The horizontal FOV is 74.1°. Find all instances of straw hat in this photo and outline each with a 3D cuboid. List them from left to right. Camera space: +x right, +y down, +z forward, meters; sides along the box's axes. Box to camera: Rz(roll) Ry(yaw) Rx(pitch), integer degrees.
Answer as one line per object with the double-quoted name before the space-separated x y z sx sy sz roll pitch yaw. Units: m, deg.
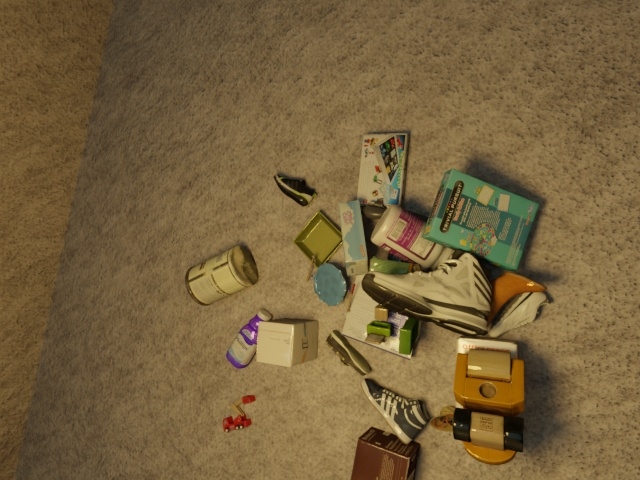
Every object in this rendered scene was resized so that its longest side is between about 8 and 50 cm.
"straw hat" 0.472 0.644 1.556 0.144 0.144 0.061 -12 39 24

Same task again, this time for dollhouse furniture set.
"dollhouse furniture set" 0.252 0.230 1.545 0.197 0.151 0.302 6 106 24

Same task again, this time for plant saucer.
"plant saucer" 0.000 0.000 1.873 0.188 0.045 0.188 46 104 23

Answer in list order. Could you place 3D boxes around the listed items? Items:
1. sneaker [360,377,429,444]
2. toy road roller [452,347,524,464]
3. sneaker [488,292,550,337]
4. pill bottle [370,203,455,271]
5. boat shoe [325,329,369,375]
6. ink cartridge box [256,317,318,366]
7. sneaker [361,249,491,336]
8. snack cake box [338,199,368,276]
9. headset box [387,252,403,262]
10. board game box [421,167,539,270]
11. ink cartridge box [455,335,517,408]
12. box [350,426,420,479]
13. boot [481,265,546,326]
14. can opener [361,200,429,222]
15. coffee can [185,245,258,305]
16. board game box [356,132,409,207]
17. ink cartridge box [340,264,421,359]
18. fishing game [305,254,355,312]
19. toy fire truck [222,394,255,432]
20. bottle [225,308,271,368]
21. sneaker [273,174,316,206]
"sneaker" 0.291 0.615 1.633 0.153 0.099 0.282 -46 64 9
"toy road roller" 0.543 0.538 1.363 0.202 0.241 0.330 0 49 25
"sneaker" 0.692 0.266 1.488 0.095 0.090 0.235 41 106 8
"pill bottle" 0.355 0.005 1.588 0.301 0.169 0.169 31 99 -2
"boat shoe" 0.110 0.474 1.750 0.228 0.081 0.069 46 107 30
"ink cartridge box" -0.135 0.422 1.786 0.171 0.232 0.168 0 84 26
"sneaker" 0.369 0.135 1.435 0.447 0.169 0.258 21 69 -5
"snack cake box" 0.132 -0.007 1.705 0.089 0.152 0.265 -8 62 4
"headset box" 0.305 0.078 1.723 0.062 0.032 0.083 13 88 27
"board game box" 0.560 -0.070 1.488 0.335 0.079 0.254 21 86 -4
"ink cartridge box" 0.586 0.483 1.493 0.198 0.114 0.273 0 85 26
"box" 0.245 0.833 1.589 0.203 0.168 0.167 9 88 26
"boot" 0.615 0.212 1.472 0.295 0.104 0.211 15 82 59
"can opener" 0.301 -0.082 1.692 0.283 0.095 0.076 20 135 22
"coffee can" -0.463 0.167 1.993 0.275 0.201 0.202 -24 74 21
"board game box" 0.261 -0.291 1.774 0.192 0.053 0.306 5 87 26
"ink cartridge box" 0.262 0.277 1.704 0.303 0.072 0.308 16 94 26
"fishing game" 0.043 0.188 1.793 0.264 0.041 0.189 29 116 37
"toy fire truck" -0.380 0.802 1.966 0.192 0.047 0.135 -22 75 23
"bottle" -0.324 0.449 1.953 0.118 0.092 0.283 38 101 26
"sneaker" -0.114 -0.244 1.954 0.234 0.084 0.097 39 77 23
